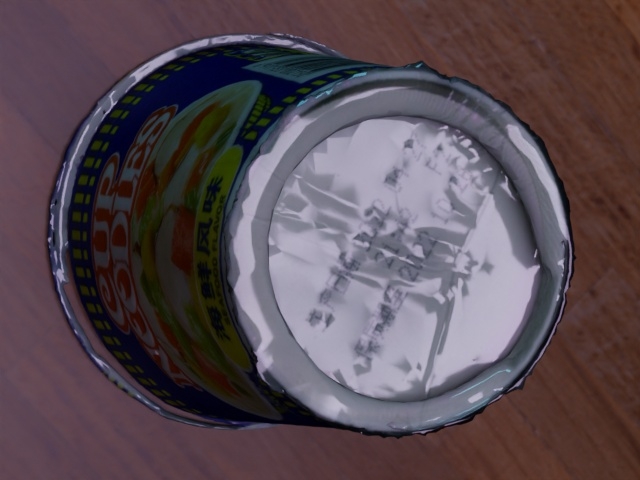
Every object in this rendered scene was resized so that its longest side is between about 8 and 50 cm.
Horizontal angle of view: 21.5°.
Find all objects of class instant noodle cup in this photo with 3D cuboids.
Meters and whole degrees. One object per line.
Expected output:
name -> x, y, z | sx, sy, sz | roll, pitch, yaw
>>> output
instant noodle cup -> 0.000, 0.000, 1.009 | 0.284, 0.312, 0.284 | -1, 93, -18
